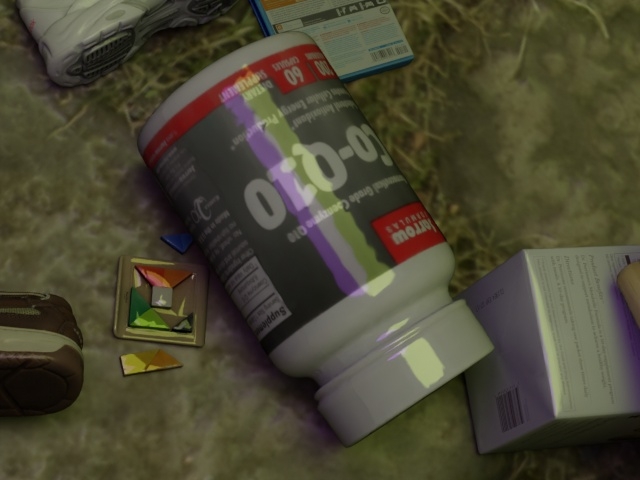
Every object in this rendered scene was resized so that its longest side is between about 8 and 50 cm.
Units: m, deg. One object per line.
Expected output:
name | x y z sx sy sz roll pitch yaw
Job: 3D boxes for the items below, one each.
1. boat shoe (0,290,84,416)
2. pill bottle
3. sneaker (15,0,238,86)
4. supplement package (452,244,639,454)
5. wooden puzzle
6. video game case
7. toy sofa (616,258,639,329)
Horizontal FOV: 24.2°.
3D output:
boat shoe | -0.297 0.067 1.050 0.257 0.095 0.095 7 44 -15
pill bottle | 0.000 0.000 1.125 0.161 0.161 0.283 -30 82 -26
sneaker | -0.141 -0.223 1.203 0.232 0.090 0.115 -30 77 -24
supplement package | 0.251 0.084 1.191 0.244 0.139 0.134 -2 72 -21
wooden puzzle | -0.121 0.047 1.148 0.078 0.014 0.116 2 69 -19
video game case | -0.004 -0.213 1.288 0.119 0.015 0.166 -19 77 -24
toy sofa | 0.406 0.073 1.116 0.362 0.177 0.150 3 46 -23
